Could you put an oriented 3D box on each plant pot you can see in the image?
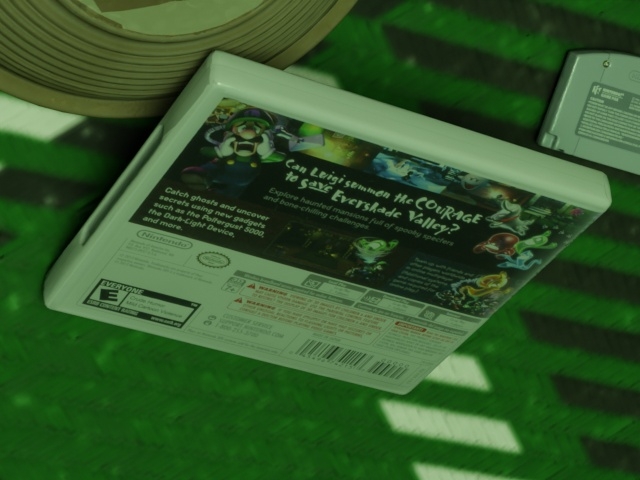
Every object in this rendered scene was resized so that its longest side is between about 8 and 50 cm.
[{"bbox_3d":[-0.068,-0.149,0.757,0.237,0.110,0.237,-6,115,-13],"label":"plant pot"}]

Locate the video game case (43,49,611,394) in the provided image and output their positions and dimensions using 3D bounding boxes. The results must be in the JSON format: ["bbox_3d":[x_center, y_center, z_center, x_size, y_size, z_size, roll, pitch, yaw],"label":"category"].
[{"bbox_3d":[0.000,0.000,0.841,0.190,0.022,0.173,16,140,-25],"label":"video game case"}]

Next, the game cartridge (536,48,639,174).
[{"bbox_3d":[0.149,-0.062,0.938,0.083,0.017,0.056,15,105,-25],"label":"game cartridge"}]
